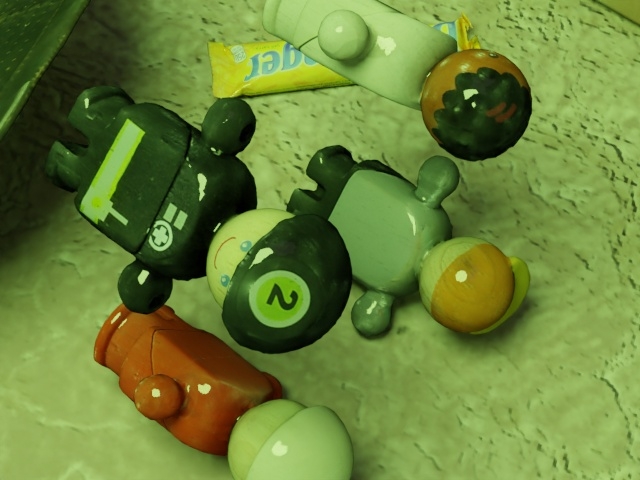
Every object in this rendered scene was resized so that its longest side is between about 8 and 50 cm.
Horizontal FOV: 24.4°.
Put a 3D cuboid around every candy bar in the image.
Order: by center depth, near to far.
[{"bbox_3d":[0.015,-0.107,0.862,0.162,0.018,0.040,-8,59,-8],"label":"candy bar"}]

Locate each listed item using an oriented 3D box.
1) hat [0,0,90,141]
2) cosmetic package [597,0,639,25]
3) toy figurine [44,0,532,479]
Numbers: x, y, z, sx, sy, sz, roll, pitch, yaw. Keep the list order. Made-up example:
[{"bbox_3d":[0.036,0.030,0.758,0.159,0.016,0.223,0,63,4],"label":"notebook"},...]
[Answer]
[{"bbox_3d":[-0.242,-0.078,0.757,0.331,0.134,0.331,-8,57,13],"label":"hat"},{"bbox_3d":[0.193,-0.233,0.877,0.296,0.153,0.129,33,61,17],"label":"cosmetic package"},{"bbox_3d":[0.000,0.000,0.681,0.148,0.213,0.209,35,56,30],"label":"toy figurine"}]
